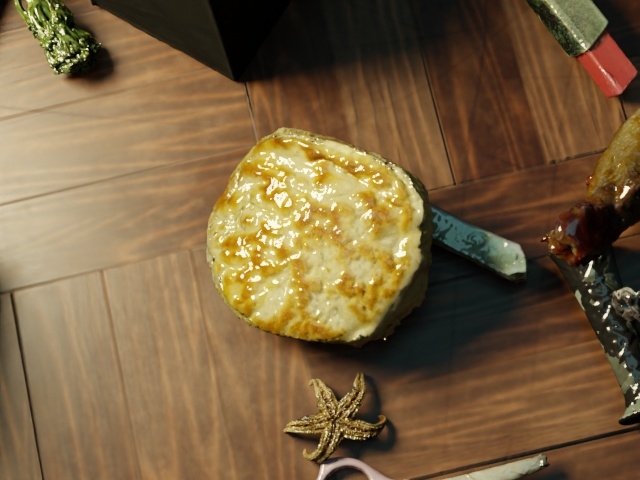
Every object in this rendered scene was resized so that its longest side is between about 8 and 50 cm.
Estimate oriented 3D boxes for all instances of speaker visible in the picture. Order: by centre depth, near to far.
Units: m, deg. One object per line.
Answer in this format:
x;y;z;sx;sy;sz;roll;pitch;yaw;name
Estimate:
-0.093;-0.317;1.328;0.184;0.232;0.254;30;80;10;speaker

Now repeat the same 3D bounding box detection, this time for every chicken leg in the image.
0.338;-0.057;1.284;0.322;0.083;0.177;-6;42;0;chicken leg

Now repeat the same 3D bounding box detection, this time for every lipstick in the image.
0.191;-0.258;1.388;0.051;0.051;0.312;-35;78;-6;lipstick

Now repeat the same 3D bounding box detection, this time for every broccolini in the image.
-0.290;-0.252;1.387;0.239;0.054;0.051;53;40;-4;broccolini

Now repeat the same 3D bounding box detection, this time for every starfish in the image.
0.015;0.153;1.302;0.078;0.028;0.091;31;75;14;starfish

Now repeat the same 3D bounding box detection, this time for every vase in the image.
0.253;0.074;1.289;0.059;0.059;0.167;-20;75;-1;vase

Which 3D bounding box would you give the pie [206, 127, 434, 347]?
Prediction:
0.000;0.000;1.300;0.205;0.084;0.179;17;94;16;pie

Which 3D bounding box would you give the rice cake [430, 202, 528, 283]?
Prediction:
0.092;-0.021;1.334;0.211;0.043;0.034;27;86;11;rice cake

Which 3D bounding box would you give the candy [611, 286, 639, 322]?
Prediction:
0.356;0.045;1.250;0.226;0.094;0.051;1;67;-12;candy

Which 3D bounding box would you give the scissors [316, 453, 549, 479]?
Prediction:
0.092;0.219;1.281;0.212;0.021;0.110;-16;71;0;scissors
